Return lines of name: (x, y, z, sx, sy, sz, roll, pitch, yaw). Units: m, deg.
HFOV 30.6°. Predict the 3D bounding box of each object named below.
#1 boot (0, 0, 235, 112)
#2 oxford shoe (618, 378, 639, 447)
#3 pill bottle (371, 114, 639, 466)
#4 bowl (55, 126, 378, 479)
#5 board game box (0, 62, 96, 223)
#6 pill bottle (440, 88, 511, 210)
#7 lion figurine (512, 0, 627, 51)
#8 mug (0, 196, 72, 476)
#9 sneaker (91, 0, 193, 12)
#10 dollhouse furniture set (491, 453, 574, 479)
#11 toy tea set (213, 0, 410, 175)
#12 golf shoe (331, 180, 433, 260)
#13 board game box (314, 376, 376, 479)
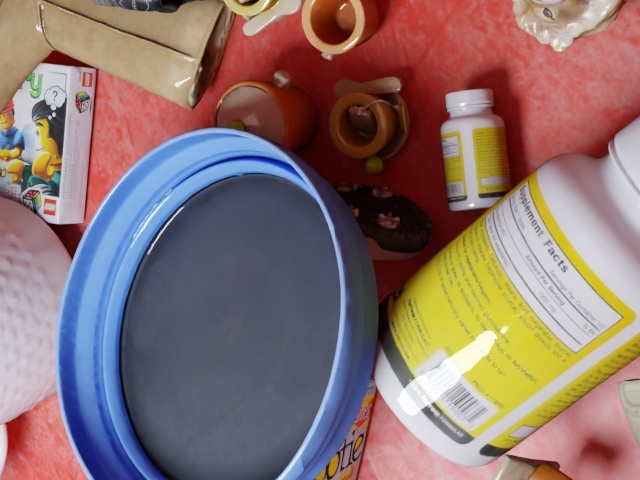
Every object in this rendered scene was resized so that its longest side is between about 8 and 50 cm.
boot: (-0.261, -0.207, 1.330, 0.269, 0.089, 0.236, 22, 99, 9)
oxford shoe: (0.422, 0.077, 0.979, 0.397, 0.140, 0.147, -39, 67, 23)
pill bottle: (0.213, 0.043, 1.063, 0.334, 0.188, 0.188, -42, 73, 24)
bowl: (-0.108, 0.087, 1.150, 0.391, 0.077, 0.391, -11, 72, 38)
board game box: (-0.423, -0.137, 1.490, 0.305, 0.053, 0.193, 10, 97, 29)
pill bottle: (0.153, -0.089, 1.159, 0.065, 0.065, 0.116, -5, 91, 30)
lion figurine: (0.220, -0.389, 1.078, 0.240, 0.142, 0.392, -43, 56, 46)
mug: (-0.473, 0.163, 1.362, 0.276, 0.328, 0.374, 0, 105, 32)
sneaker: (-0.155, -0.335, 1.282, 0.130, 0.087, 0.228, 16, 58, 6)
dollhouse furniture set: (0.252, 0.355, 1.049, 0.262, 0.135, 0.259, 30, 99, 43)
toy tea set: (-0.036, -0.220, 1.204, 0.200, 0.124, 0.336, -8, 97, 31)
golf shoe: (0.000, 0.000, 1.246, 0.272, 0.105, 0.120, 9, 113, 35)
board game box: (-0.057, 0.265, 1.255, 0.144, 0.142, 0.275, 18, 102, 29)
